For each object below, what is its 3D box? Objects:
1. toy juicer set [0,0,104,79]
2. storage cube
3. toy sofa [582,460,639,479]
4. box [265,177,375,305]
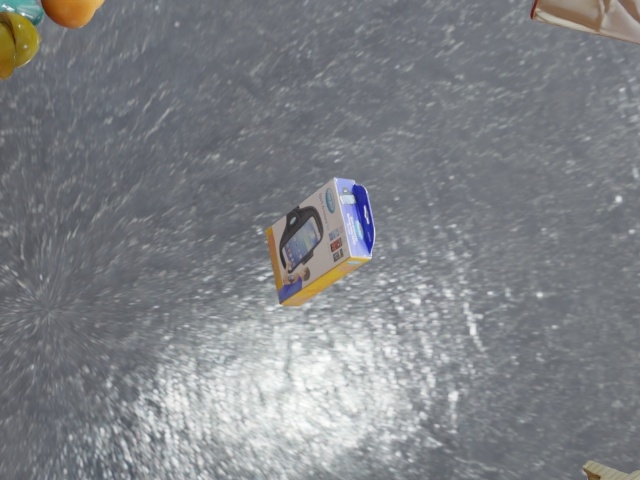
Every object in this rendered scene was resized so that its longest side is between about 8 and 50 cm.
[{"bbox_3d":[-0.336,-0.189,1.081,0.329,0.209,0.089,-29,131,0],"label":"toy juicer set"},{"bbox_3d":[0.381,-0.383,1.395,0.215,0.183,0.193,14,68,6],"label":"storage cube"},{"bbox_3d":[0.287,0.436,1.249,0.150,0.177,0.362,46,76,-13],"label":"toy sofa"},{"bbox_3d":[0.000,0.000,1.045,0.028,0.136,0.081,4,63,-35],"label":"box"}]
